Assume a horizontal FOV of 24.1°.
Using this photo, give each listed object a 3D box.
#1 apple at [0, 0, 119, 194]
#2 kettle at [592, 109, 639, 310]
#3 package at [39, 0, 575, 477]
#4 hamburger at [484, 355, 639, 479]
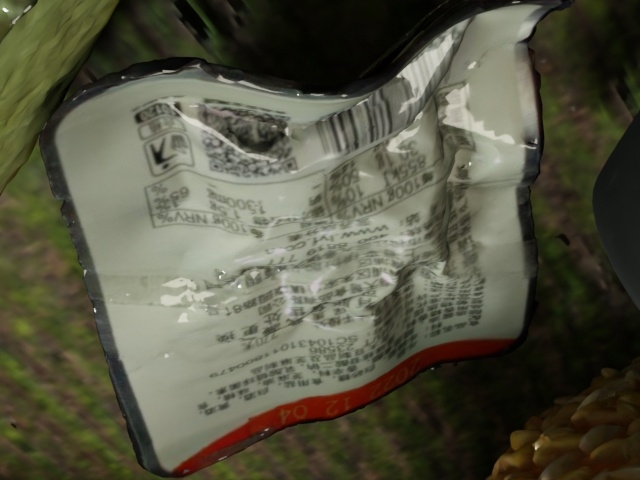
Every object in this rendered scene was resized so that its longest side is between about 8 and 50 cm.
[{"bbox_3d":[-0.188,-0.002,0.363,0.346,0.179,0.254,-50,145,10],"label":"apple"},{"bbox_3d":[0.250,-0.052,0.416,0.250,0.207,0.271,20,119,-22],"label":"kettle"},{"bbox_3d":[0.000,0.000,0.498,0.166,0.040,0.232,-18,149,-7],"label":"package"},{"bbox_3d":[0.196,0.190,0.542,0.330,0.330,0.250,1,121,-16],"label":"hamburger"}]
